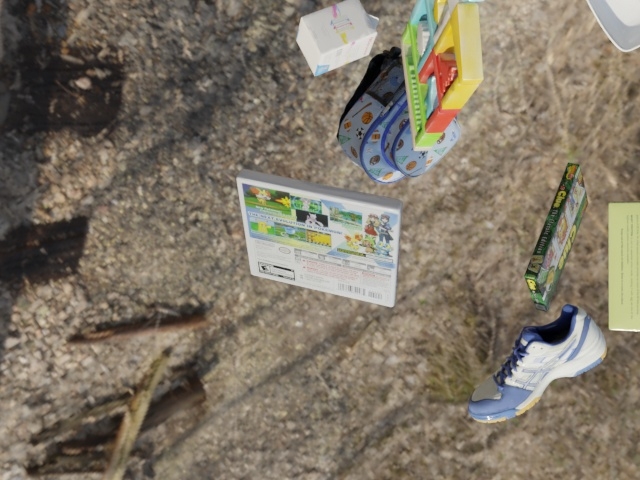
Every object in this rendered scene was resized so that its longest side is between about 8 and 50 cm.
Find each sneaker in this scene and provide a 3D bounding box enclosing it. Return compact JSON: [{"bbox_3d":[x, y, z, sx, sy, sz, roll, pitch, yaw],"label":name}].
[{"bbox_3d":[0.394,0.228,1.480,0.296,0.112,0.131,-35,115,2],"label":"sneaker"}]

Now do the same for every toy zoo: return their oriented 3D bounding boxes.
[{"bbox_3d":[0.167,-0.265,1.068,0.030,0.192,0.293,-3,167,-8],"label":"toy zoo"}]

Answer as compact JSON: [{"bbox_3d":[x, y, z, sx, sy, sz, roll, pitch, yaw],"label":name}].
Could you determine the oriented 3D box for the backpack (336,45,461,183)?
[{"bbox_3d":[0.183,-0.263,1.825,0.263,0.213,0.276,-43,137,8],"label":"backpack"}]

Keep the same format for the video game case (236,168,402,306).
[{"bbox_3d":[0.000,0.000,1.575,0.300,0.329,0.036,87,20,-48],"label":"video game case"}]

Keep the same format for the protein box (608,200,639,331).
[{"bbox_3d":[0.556,0.036,1.196,0.136,0.201,0.200,-7,97,-67],"label":"protein box"}]

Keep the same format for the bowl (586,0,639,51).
[{"bbox_3d":[0.469,-0.372,1.148,0.142,0.053,0.142,-36,108,15],"label":"bowl"}]

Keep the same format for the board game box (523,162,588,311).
[{"bbox_3d":[0.457,-0.006,1.484,0.260,0.030,0.136,-64,147,-20],"label":"board game box"}]

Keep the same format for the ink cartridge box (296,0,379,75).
[{"bbox_3d":[0.038,-0.406,1.523,0.143,0.090,0.092,-25,170,-14],"label":"ink cartridge box"}]
